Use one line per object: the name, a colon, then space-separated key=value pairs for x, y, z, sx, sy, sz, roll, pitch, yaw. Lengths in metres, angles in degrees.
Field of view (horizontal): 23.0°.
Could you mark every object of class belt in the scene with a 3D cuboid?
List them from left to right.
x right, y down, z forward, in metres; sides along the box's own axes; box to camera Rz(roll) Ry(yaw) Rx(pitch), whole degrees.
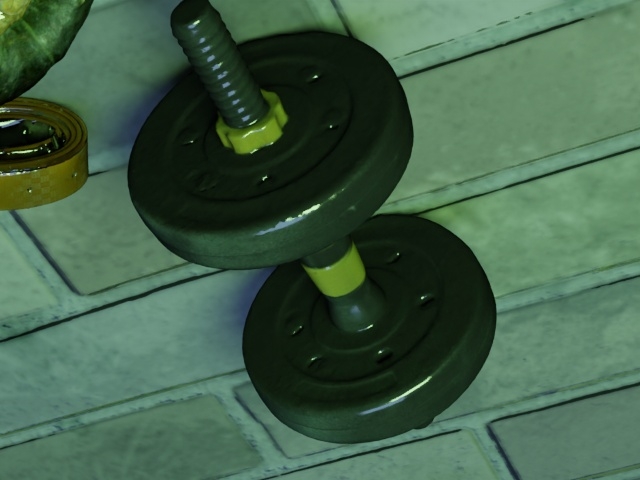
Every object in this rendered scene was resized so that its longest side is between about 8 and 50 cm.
belt: x=-0.164 y=-0.045 z=0.827 sx=0.083 sy=0.059 sz=0.036 roll=-6 pitch=138 yaw=-11

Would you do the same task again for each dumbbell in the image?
dumbbell: x=0.000 y=0.000 z=0.813 sx=0.143 sy=0.143 sz=0.325 roll=-15 pitch=134 yaw=15

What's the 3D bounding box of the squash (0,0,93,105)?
squash: x=-0.174 y=-0.137 z=0.660 sx=0.193 sy=0.156 sz=0.193 roll=-16 pitch=124 yaw=-26
